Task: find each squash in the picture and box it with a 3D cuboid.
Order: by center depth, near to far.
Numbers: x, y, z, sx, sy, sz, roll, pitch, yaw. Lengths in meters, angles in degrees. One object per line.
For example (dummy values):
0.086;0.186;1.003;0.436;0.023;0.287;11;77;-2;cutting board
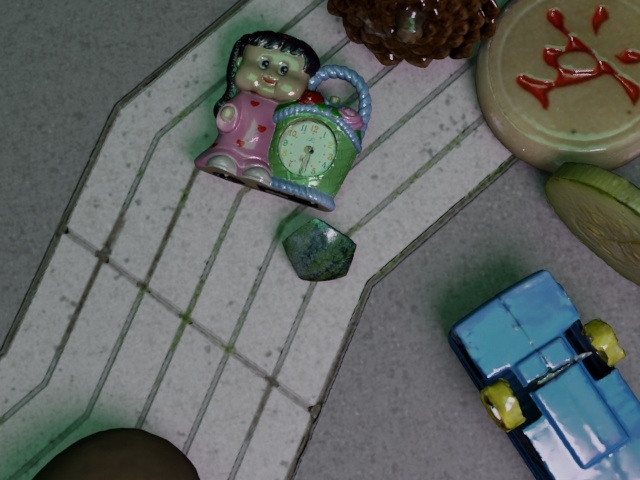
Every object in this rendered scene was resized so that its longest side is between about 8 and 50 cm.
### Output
0.348;-0.009;1.211;0.219;0.219;0.041;38;85;9;squash

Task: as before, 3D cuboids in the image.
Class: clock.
-0.039;-0.150;1.321;0.194;0.100;0.195;17;83;2;clock

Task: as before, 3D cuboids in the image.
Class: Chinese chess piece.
0.314;-0.201;1.308;0.250;0.103;0.249;-1;78;5;Chinese chess piece

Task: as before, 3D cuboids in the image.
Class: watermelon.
-0.005;0.003;1.303;0.084;0.092;0.072;-15;40;-8;watermelon

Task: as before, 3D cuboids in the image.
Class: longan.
-0.226;0.330;1.179;0.246;0.215;0.246;-1;100;-7;longan

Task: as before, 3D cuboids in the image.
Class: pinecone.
0.107;-0.348;1.282;0.264;0.264;0.264;-1;79;3;pinecone

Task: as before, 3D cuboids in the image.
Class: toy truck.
0.300;0.225;1.197;0.161;0.162;0.385;-33;81;-4;toy truck
